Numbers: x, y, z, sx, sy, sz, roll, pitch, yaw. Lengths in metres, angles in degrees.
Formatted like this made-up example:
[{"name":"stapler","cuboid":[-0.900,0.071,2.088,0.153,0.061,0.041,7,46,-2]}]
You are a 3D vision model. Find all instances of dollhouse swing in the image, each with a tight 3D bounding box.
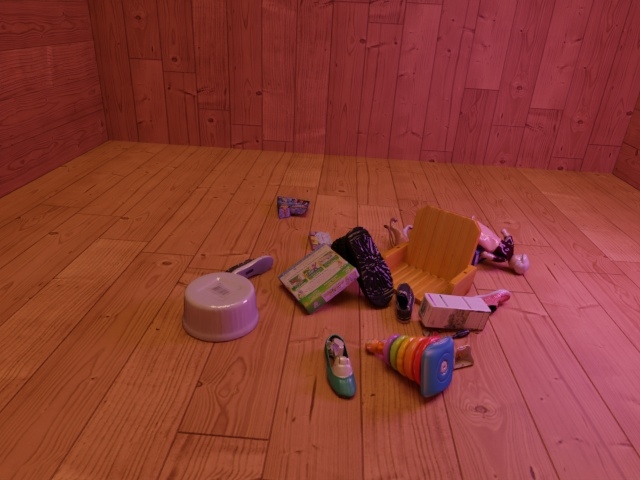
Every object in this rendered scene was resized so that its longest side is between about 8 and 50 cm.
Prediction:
[{"name":"dollhouse swing","cuboid":[0.454,0.055,1.970,0.347,0.304,0.315,24,33,34]}]

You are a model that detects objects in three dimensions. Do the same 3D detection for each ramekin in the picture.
[{"name":"ramekin","cuboid":[-0.363,0.230,1.710,0.278,0.135,0.277,2,26,-1]}]

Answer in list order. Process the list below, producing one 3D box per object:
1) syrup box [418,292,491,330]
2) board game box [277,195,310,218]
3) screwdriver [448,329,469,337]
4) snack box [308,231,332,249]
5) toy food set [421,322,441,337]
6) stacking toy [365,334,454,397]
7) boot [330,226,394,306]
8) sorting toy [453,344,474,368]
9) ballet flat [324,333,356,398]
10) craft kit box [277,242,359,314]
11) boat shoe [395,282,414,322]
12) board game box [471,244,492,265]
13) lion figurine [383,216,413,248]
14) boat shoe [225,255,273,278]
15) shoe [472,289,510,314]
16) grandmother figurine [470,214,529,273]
[{"name":"syrup box","cuboid":[0.494,0.265,1.749,0.237,0.093,0.096,6,26,-11]},{"name":"board game box","cuboid":[-0.166,-0.181,2.649,0.194,0.060,0.194,6,27,4]},{"name":"screwdriver","cuboid":[0.463,0.352,1.696,0.170,0.025,0.024,-16,32,-17]},{"name":"snack box","cuboid":[0.000,0.000,2.325,0.101,0.037,0.141,0,26,-10]},{"name":"toy food set","cuboid":[0.413,0.321,1.742,0.078,0.019,0.122,5,26,3]},{"name":"stacking toy","cuboid":[0.268,0.367,1.526,0.302,0.165,0.175,8,13,44]},{"name":"boot","cuboid":[0.169,0.122,1.974,0.131,0.347,0.260,-15,-11,-20]},{"name":"sorting toy","cuboid":[0.468,0.381,1.563,0.084,0.075,0.045,-6,28,-20]},{"name":"ballet flat","cuboid":[0.058,0.385,1.497,0.083,0.087,0.247,-2,27,-10]},{"name":"craft kit box","cuboid":[-0.012,0.145,1.891,0.250,0.060,0.247,-36,36,-11]},{"name":"boat shoe","cuboid":[0.327,0.226,1.832,0.075,0.064,0.206,-1,38,11]},{"name":"board game box","cuboid":[0.683,-0.005,2.367,0.234,0.078,0.347,-20,35,-39]},{"name":"lion figurine","cuboid":[0.478,0.019,2.238,0.393,0.142,0.240,-1,64,25]},{"name":"boat shoe","cuboid":[-0.308,0.115,2.024,0.229,0.080,0.076,-29,42,-36]},{"name":"shoe","cuboid":[0.692,0.250,1.876,0.178,0.063,0.081,-9,30,-12]},{"name":"grandmother figurine","cuboid":[0.815,0.025,2.180,0.342,0.104,0.208,40,71,10]}]
